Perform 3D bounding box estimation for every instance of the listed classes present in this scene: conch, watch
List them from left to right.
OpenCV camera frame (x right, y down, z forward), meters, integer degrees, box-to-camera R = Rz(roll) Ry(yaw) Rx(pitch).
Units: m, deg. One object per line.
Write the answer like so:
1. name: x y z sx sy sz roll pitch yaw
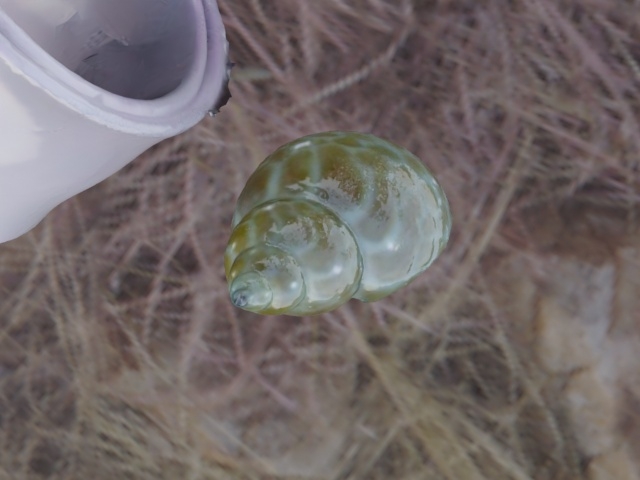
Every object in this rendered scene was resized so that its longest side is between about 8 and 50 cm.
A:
1. watch: -0.144 -0.131 0.679 0.211 0.217 0.248 -29 136 25
2. conch: 0.004 -0.014 1.113 0.173 0.116 0.106 -20 158 -13
